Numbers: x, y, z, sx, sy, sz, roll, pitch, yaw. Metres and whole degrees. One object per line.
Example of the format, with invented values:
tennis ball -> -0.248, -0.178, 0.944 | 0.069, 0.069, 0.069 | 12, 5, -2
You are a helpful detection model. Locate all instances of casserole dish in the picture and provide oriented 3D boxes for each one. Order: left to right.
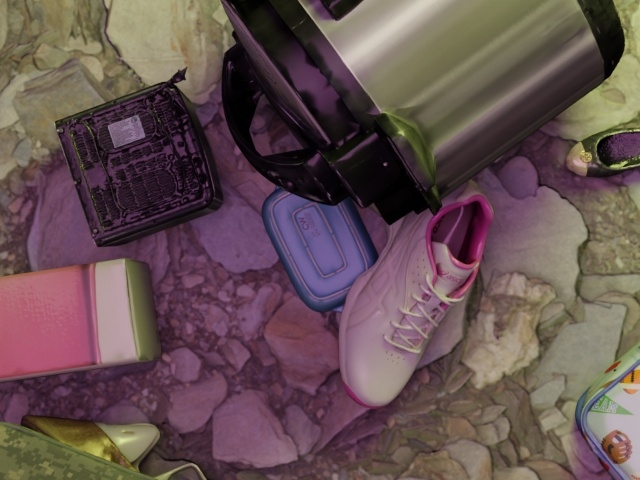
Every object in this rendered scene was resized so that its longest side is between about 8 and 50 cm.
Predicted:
casserole dish -> 0.000, 0.000, 1.846 | 0.114, 0.037, 0.188 | -26, 85, 3

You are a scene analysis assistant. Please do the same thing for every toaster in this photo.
toaster -> -0.213, -0.097, 1.832 | 0.186, 0.110, 0.168 | -20, 87, 4

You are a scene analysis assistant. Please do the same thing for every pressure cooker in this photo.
pressure cooker -> 0.082, -0.221, 1.678 | 0.420, 0.370, 0.375 | -36, 84, 2

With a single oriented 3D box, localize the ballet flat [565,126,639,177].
ballet flat -> 0.382, -0.114, 1.809 | 0.173, 0.049, 0.057 | -11, 86, 5

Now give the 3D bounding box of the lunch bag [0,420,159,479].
lunch bag -> -0.300, 0.380, 1.691 | 0.305, 0.256, 0.212 | 18, 47, 14

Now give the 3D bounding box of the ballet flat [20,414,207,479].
ballet flat -> -0.211, 0.305, 1.825 | 0.342, 0.116, 0.124 | 43, 72, 5

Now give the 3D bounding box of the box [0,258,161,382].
box -> -0.325, 0.101, 1.814 | 0.232, 0.148, 0.127 | -9, 86, 4

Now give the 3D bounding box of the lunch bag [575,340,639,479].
lunch bag -> 0.470, 0.242, 1.757 | 0.243, 0.115, 0.303 | -41, 84, 0

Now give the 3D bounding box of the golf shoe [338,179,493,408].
golf shoe -> 0.113, 0.060, 1.772 | 0.115, 0.140, 0.306 | 19, 91, -25
